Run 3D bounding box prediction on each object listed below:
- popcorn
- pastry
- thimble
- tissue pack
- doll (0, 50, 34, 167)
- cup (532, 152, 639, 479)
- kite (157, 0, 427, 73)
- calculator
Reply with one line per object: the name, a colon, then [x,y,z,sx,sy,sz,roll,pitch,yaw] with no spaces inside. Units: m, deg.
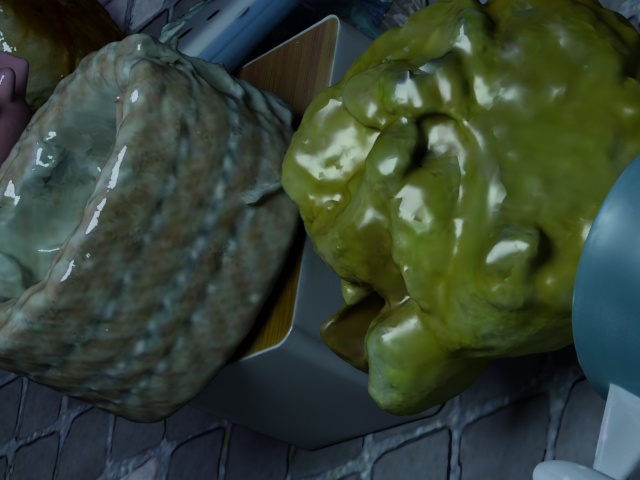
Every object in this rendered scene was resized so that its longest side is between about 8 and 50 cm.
popcorn: [0.102,-0.020,1.031,0.233,0.192,0.266,36,95,28]
pastry: [-0.272,-0.199,1.680,0.093,0.192,0.182,-46,63,27]
thimble: [-0.124,-0.005,1.117,0.229,0.148,0.196,-47,36,28]
tissue pack: [-0.001,0.001,1.201,0.159,0.136,0.246,-25,48,46]
doll: [-0.286,-0.051,1.446,0.262,0.093,0.211,-80,13,-72]
cup: [0.232,0.041,0.814,0.299,0.167,0.173,-43,38,-15]
kite: [-0.035,-0.204,1.395,0.406,0.014,0.368,-43,52,-16]
calculator: [-0.080,-0.145,1.289,0.210,0.039,0.121,-47,18,-25]
